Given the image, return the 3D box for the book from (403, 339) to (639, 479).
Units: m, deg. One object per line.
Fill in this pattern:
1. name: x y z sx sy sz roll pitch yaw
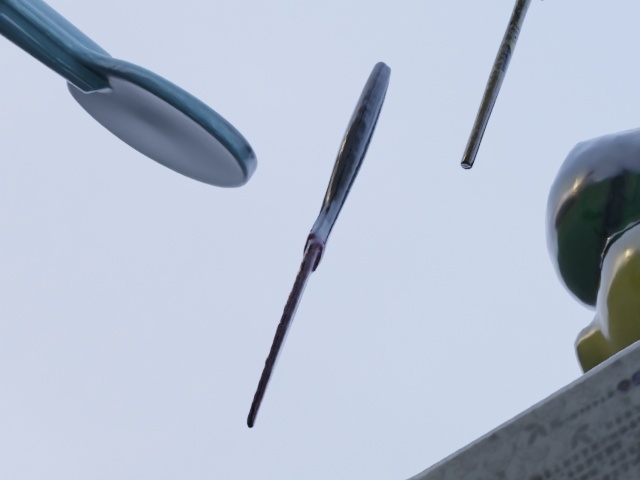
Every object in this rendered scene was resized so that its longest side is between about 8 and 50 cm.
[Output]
1. book: 0.162 0.171 0.693 0.217 0.310 0.021 -32 -43 16

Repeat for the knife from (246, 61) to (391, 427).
1. knife: 0.000 0.000 1.083 0.018 0.247 0.035 19 -14 2

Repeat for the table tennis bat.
1. table tennis bat: -0.144 -0.107 1.244 0.237 0.038 0.149 37 -17 -28

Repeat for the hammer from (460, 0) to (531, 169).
1. hammer: 0.137 -0.136 1.302 0.017 0.182 0.062 16 -13 18

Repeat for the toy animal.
1. toy animal: 0.307 0.038 1.453 0.216 0.338 0.191 -17 -35 -1
